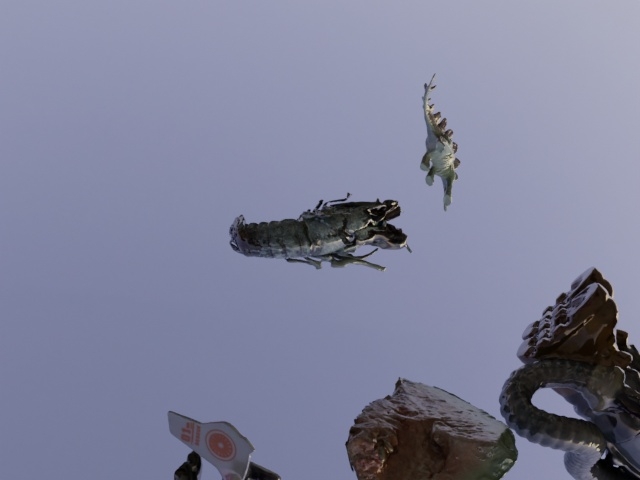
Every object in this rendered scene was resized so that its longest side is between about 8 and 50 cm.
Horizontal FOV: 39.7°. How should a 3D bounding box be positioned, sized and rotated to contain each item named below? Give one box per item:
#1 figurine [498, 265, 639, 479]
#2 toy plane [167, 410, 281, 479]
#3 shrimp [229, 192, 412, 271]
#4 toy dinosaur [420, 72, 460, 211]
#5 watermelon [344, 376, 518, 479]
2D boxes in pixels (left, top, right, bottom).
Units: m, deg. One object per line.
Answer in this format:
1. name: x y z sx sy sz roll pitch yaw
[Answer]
1. figurine: 0.330 0.170 0.661 0.382 0.186 0.261 44 -149 5
2. toy plane: -0.052 0.182 0.477 0.078 0.197 0.053 14 -154 21
3. shrimp: -0.001 0.002 0.838 0.174 0.082 0.076 -6 -158 4
4. toy dinosaur: 0.161 -0.134 1.211 0.039 0.209 0.082 2 -145 23
5. watermelon: 0.071 0.129 0.568 0.080 0.101 0.155 62 -170 0
